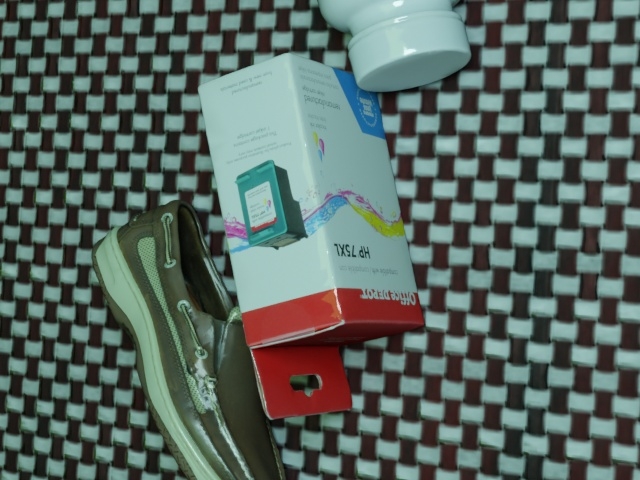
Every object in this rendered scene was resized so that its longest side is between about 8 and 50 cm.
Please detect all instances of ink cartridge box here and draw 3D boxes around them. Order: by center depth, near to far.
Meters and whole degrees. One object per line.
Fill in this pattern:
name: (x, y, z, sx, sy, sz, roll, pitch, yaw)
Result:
ink cartridge box: (0.000, 0.000, 1.010, 0.078, 0.134, 0.231, -16, 80, 26)

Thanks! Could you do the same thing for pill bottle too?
pill bottle: (0.044, -0.201, 1.012, 0.108, 0.108, 0.180, -19, 78, 26)

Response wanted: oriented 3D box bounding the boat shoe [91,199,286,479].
boat shoe: (-0.079, 0.082, 1.073, 0.095, 0.095, 0.257, -35, 71, 16)
